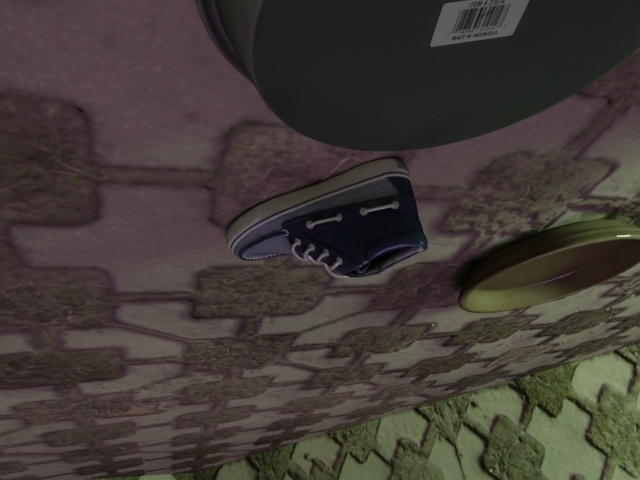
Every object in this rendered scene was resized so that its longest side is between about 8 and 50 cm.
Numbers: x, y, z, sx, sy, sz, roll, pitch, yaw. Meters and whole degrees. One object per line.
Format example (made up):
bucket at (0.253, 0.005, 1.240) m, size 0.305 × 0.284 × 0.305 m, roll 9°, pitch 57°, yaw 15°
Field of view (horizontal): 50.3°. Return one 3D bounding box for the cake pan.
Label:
cake pan at (0.080, -0.139, 0.375) m, size 0.293 × 0.054 × 0.293 m, roll -12°, pitch 158°, yaw -5°

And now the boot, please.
boot at (0.000, 0.000, 0.618) m, size 0.190 × 0.086 × 0.069 m, roll -23°, pitch 156°, yaw 22°

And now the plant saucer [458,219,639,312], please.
plant saucer at (0.327, 0.039, 0.972) m, size 0.278 × 0.041 × 0.278 m, roll -13°, pitch 158°, yaw -5°
